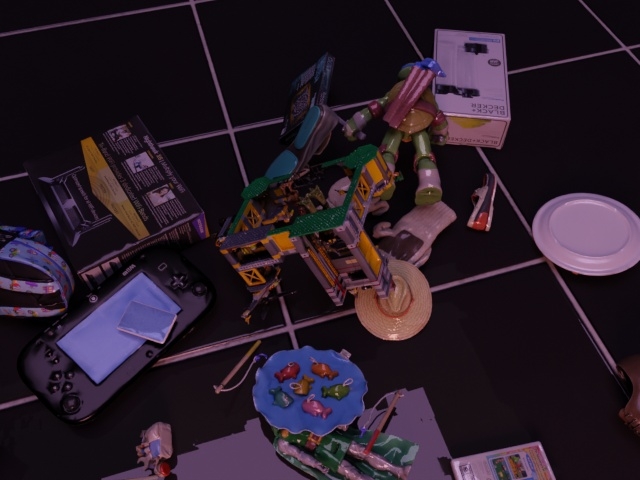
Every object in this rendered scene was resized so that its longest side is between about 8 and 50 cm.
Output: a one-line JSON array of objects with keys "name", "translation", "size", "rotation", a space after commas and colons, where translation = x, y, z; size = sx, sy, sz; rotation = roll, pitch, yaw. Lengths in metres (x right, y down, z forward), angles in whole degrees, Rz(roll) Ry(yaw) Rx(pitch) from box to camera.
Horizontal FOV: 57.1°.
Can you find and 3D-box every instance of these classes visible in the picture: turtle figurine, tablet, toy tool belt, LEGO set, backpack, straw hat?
[{"name": "turtle figurine", "translation": [0.153, -0.189, 1.151], "size": [0.197, 0.274, 0.266], "rotation": [24, 59, -35]}, {"name": "tablet", "translation": [-0.281, 0.132, 0.952], "size": [0.083, 0.006, 0.054], "rotation": [16, 58, 8]}, {"name": "toy tool belt", "translation": [-0.250, 0.318, 0.880], "size": [0.051, 0.052, 0.083], "rotation": [-28, 51, 18]}, {"name": "LEGO set", "translation": [0.000, 0.000, 1.010], "size": [0.331, 0.192, 0.255], "rotation": [-18, 36, 23]}, {"name": "backpack", "translation": [-0.494, 0.058, 0.988], "size": [0.173, 0.158, 0.117], "rotation": [8, 39, 8]}, {"name": "straw hat", "translation": [0.126, 0.094, 0.999], "size": [0.144, 0.061, 0.145], "rotation": [-1, 72, 3]}]

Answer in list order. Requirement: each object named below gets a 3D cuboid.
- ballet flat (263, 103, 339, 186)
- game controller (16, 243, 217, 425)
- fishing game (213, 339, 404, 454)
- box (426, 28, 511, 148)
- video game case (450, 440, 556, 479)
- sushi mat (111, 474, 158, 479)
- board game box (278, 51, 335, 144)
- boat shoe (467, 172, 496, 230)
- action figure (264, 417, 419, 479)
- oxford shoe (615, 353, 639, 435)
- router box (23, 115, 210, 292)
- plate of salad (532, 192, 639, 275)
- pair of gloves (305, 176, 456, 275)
[{"name": "ballet flat", "translation": [-0.035, -0.170, 1.171], "size": [0.213, 0.068, 0.072], "rotation": [-54, 44, 16]}, {"name": "game controller", "translation": [-0.328, 0.145, 0.971], "size": [0.166, 0.067, 0.319], "rotation": [43, 63, 5]}, {"name": "fishing game", "translation": [-0.013, 0.221, 0.911], "size": [0.264, 0.041, 0.189], "rotation": [18, 33, 23]}, {"name": "box", "translation": [0.328, -0.344, 1.313], "size": [0.169, 0.087, 0.290], "rotation": [7, 56, 5]}, {"name": "video game case", "translation": [0.280, 0.383, 0.849], "size": [0.143, 0.019, 0.157], "rotation": [-9, 55, -7]}, {"name": "sushi mat", "translation": [-0.372, 0.391, 0.753], "size": [0.316, 0.019, 0.151], "rotation": [-1, 47, -13]}, {"name": "board game box", "translation": [-0.028, -0.308, 1.274], "size": [0.026, 0.126, 0.186], "rotation": [32, 50, -30]}, {"name": "boat shoe", "translation": [0.318, -0.079, 1.155], "size": [0.043, 0.049, 0.137], "rotation": [11, 61, 10]}, {"name": "action figure", "translation": [0.016, 0.310, 0.874], "size": [0.232, 0.063, 0.137], "rotation": [22, 56, 16]}, {"name": "oxford shoe", "translation": [0.510, 0.285, 0.893], "size": [0.096, 0.083, 0.227], "rotation": [-13, 53, 13]}, {"name": "router box", "translation": [-0.394, -0.080, 1.130], "size": [0.243, 0.081, 0.309], "rotation": [-28, 60, -18]}, {"name": "plate of salad", "translation": [0.502, -0.010, 1.106], "size": [0.199, 0.048, 0.200], "rotation": [-6, 50, 7]}, {"name": "pair of gloves", "translation": [0.113, -0.035, 1.126], "size": [0.240, 0.042, 0.204], "rotation": [32, 64, 22]}]
